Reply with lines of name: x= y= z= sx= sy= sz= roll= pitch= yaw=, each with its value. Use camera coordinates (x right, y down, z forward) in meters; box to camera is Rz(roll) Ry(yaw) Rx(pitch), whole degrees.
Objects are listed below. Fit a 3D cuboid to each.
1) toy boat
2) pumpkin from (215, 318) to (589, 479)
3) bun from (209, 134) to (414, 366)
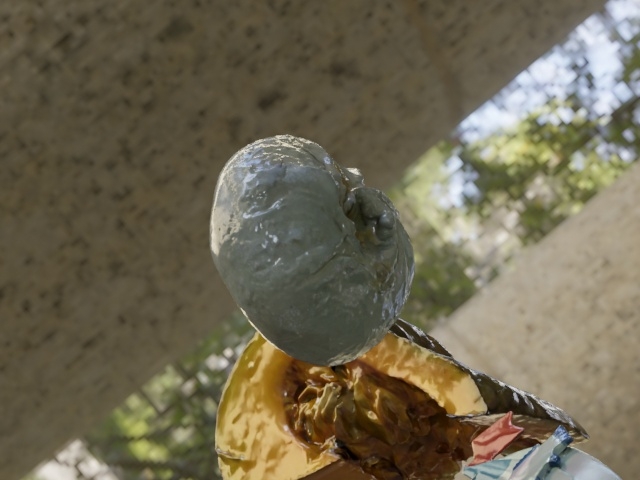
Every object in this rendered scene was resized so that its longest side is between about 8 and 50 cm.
toy boat: x=0.111 y=0.123 z=0.695 sx=0.034 sy=0.105 sz=0.149 roll=41 pitch=29 yaw=-29
pumpkin: x=0.045 y=0.162 z=1.290 sx=0.139 sy=0.190 sz=0.280 roll=24 pitch=2 yaw=-43
bun: x=0.000 y=0.000 z=0.954 sx=0.141 sy=0.083 sz=0.141 roll=31 pitch=44 yaw=-36
